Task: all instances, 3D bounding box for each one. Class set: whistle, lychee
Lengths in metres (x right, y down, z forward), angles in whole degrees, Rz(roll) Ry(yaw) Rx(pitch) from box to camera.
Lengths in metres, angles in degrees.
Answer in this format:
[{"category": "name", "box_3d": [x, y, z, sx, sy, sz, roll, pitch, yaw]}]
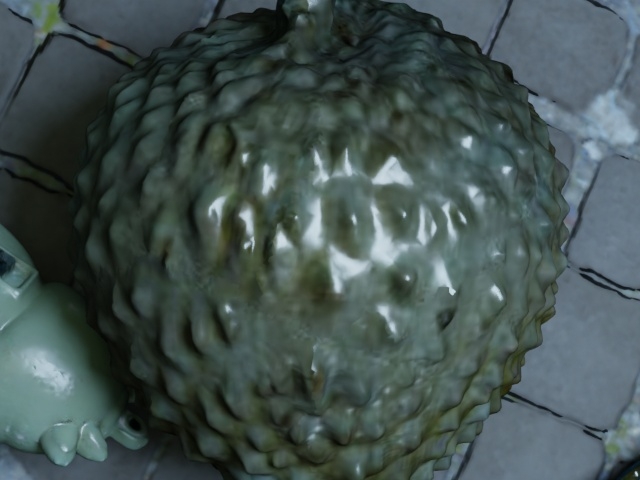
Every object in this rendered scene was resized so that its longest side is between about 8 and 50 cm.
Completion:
[{"category": "whistle", "box_3d": [-0.198, 0.038, 0.708, 0.253, 0.102, 0.106, 36, 87, -6]}, {"category": "lychee", "box_3d": [0.000, 0.000, 0.682, 0.255, 0.255, 0.274, -12, 115, -9]}]

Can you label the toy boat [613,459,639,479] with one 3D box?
[{"category": "toy boat", "box_3d": [0.252, 0.137, 0.775, 0.185, 0.077, 0.075, -23, 87, -10]}]
